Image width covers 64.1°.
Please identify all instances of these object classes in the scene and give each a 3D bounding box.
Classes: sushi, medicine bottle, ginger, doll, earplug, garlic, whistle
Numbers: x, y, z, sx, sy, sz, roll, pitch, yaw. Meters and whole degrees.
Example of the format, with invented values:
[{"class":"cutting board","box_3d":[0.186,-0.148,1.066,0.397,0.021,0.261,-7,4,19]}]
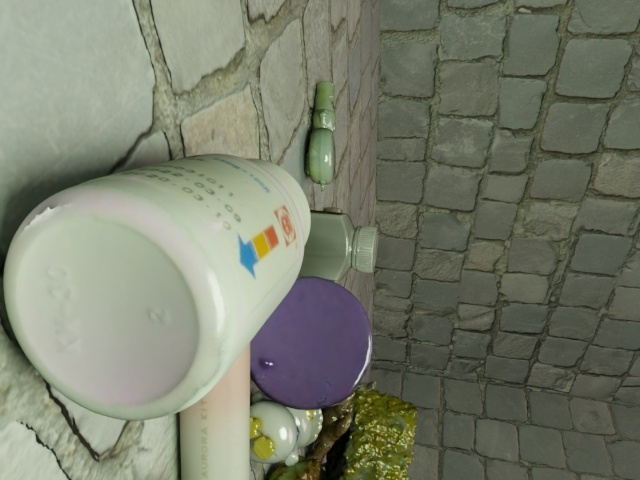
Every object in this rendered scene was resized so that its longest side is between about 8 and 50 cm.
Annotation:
[{"class":"sushi","box_3d":[0.137,0.691,1.634,0.396,0.240,0.351,114,-9,-49]},{"class":"medicine bottle","box_3d":[-0.105,0.010,0.457,0.293,0.170,0.170,-49,143,-69]},{"class":"medicine bottle","box_3d":[0.013,0.009,0.994,0.088,0.188,0.132,-19,115,-77]},{"class":"ginger","box_3d":[0.042,0.502,1.543,0.166,0.080,0.333,-38,-159,45]},{"class":"doll","box_3d":[-0.070,0.335,0.932,0.138,0.119,0.293,54,2,17]},{"class":"earplug","box_3d":[0.004,0.209,1.034,0.456,0.215,0.215,61,37,-76]},{"class":"garlic","box_3d":[0.060,0.417,1.459,0.127,0.194,0.131,54,43,-54]},{"class":"whistle","box_3d":[0.004,-0.235,1.154,0.126,0.067,0.258,74,19,-78]}]

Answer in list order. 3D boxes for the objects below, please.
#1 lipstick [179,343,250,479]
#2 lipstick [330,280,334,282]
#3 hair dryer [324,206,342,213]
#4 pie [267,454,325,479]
[{"class":"lipstick","box_3d":[-0.134,0.259,0.650,0.087,0.087,0.326,-47,141,-72]},{"class":"lipstick","box_3d":[-0.001,0.219,1.328,0.070,0.070,0.254,-58,152,-66]},{"class":"hair dryer","box_3d":[0.001,-0.013,1.313,0.220,0.054,0.195,39,56,-68]},{"class":"pie","box_3d":[-0.080,0.626,1.064,0.354,0.103,0.288,-53,148,-61]}]
